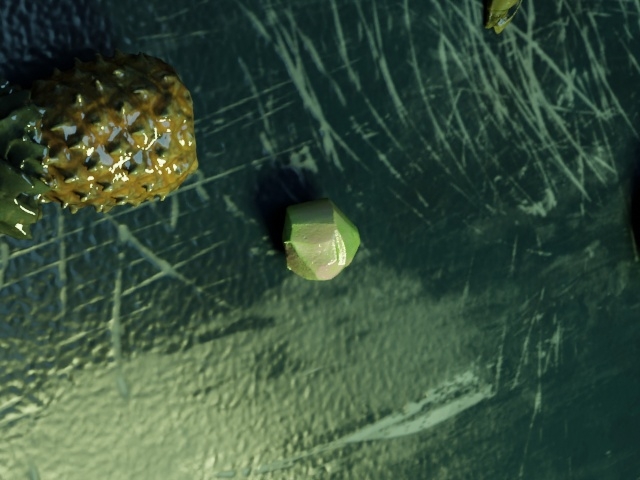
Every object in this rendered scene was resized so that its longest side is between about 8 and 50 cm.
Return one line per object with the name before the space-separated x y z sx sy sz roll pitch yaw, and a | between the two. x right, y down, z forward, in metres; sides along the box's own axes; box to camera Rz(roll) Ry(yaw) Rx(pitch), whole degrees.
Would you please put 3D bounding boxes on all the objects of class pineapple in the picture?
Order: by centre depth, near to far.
pineapple | -0.268 -0.086 1.419 0.310 0.141 0.170 -15 107 -24

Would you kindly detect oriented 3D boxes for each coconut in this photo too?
coconut | 0.000 0.000 1.640 0.081 0.082 0.083 -7 60 -8

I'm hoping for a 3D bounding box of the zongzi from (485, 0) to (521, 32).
zongzi | 0.320 -0.351 1.704 0.123 0.260 0.289 -12 111 -70
